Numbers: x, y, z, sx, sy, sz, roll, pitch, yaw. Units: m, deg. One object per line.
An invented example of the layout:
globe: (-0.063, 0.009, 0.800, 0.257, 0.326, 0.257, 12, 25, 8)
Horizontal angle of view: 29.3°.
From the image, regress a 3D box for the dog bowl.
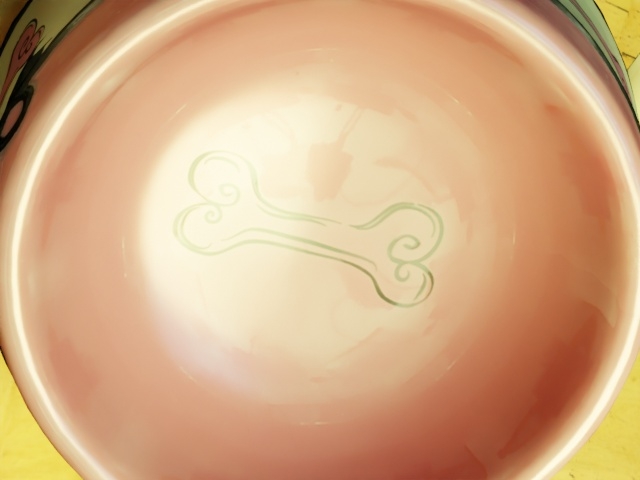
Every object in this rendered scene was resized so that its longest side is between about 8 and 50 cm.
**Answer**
dog bowl: (0.000, 0.000, 0.681, 0.408, 0.150, 0.408, -1, 111, -3)

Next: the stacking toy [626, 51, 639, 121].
stacking toy: (0.142, -0.192, 0.799, 0.130, 0.279, 0.309, -46, 121, -33)
